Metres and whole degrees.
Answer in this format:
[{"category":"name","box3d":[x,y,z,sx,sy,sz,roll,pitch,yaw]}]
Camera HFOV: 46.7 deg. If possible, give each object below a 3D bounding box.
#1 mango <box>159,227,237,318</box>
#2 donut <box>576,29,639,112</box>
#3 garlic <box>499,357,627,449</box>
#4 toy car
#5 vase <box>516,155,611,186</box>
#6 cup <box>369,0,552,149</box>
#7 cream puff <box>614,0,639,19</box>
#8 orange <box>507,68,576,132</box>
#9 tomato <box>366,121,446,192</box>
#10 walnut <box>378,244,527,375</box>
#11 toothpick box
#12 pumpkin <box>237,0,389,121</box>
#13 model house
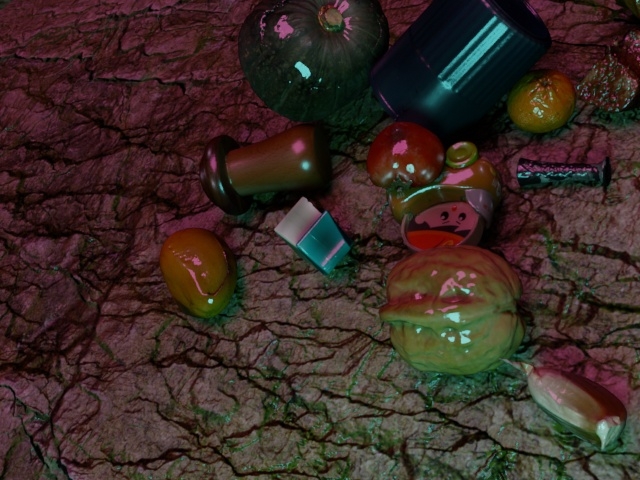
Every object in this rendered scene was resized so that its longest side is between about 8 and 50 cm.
[{"category":"mango","box3d":[-0.269,0.070,1.659,0.166,0.136,0.236,-30,55,6]},{"category":"donut","box3d":[0.607,-0.324,1.425,0.186,0.144,0.126,-15,47,-32]},{"category":"garlic","box3d":[0.386,0.246,1.164,0.198,0.128,0.091,40,100,38]},{"category":"toy car","box3d":[0.243,-0.054,1.425,0.235,0.145,0.235,-15,51,20]},{"category":"vase","box3d":[0.462,-0.131,1.411,0.166,0.059,0.059,3,62,31]},{"category":"cup","box3d":[0.301,-0.366,1.501,0.292,0.307,0.242,-46,58,36]},{"category":"cream puff","box3d":[0.686,-0.511,1.441,0.240,0.155,0.269,-8,37,-19]},{"category":"orange","box3d":[0.442,-0.284,1.483,0.135,0.118,0.136,-4,48,4]},{"category":"tomato","box3d":[0.151,-0.168,1.401,0.159,0.091,0.139,-1,53,32]},{"category":"walnut","box3d":[0.221,0.121,1.286,0.256,0.257,0.225,-6,90,27]},{"category":"toothpick box","box3d":[-0.131,-0.167,1.705,0.294,0.192,0.192,-11,55,16]},{"category":"pumpkin","box3d":[-0.009,-0.431,1.629,0.328,0.291,0.257,-46,4,-16]},{"category":"model house","box3d":[0.000,0.000,1.551,0.100,0.127,0.149,-48,46,-5]}]
